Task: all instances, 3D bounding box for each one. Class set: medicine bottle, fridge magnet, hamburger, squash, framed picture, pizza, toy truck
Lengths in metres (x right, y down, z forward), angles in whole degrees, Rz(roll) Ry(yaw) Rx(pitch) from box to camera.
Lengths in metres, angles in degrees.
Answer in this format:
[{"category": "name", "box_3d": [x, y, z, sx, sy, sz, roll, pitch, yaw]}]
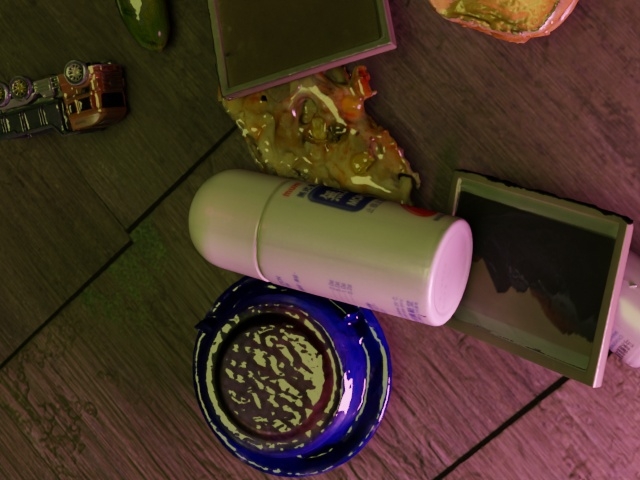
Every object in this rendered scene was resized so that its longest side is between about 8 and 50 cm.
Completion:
[{"category": "medicine bottle", "box_3d": [0.000, 0.000, 1.605, 0.341, 0.130, 0.130, 13, 102, 25]}, {"category": "fridge magnet", "box_3d": [-0.041, 0.163, 1.680, 0.266, 0.113, 0.265, 1, 92, 21]}, {"category": "hamburger", "box_3d": [0.202, -0.328, 1.518, 0.214, 0.108, 0.213, 4, 99, 23]}, {"category": "squash", "box_3d": [-0.237, -0.366, 1.713, 0.069, 0.069, 0.258, -6, 95, 23]}, {"category": "framed picture", "box_3d": [-0.042, -0.346, 1.622, 0.232, 0.024, 0.314, -14, 79, 23]}, {"category": "pizza", "box_3d": [-0.003, -0.136, 1.648, 0.189, 0.071, 0.297, -39, 83, 21]}, {"category": "medicine bottle", "box_3d": [0.370, 0.096, 1.512, 0.168, 0.105, 0.105, 41, 110, 12]}, {"category": "framed picture", "box_3d": [0.231, 0.035, 1.542, 0.265, 0.018, 0.192, 20, 105, 48]}, {"category": "toy truck", "box_3d": [-0.348, -0.177, 1.775, 0.192, 0.083, 0.092, -11, 93, 24]}]
